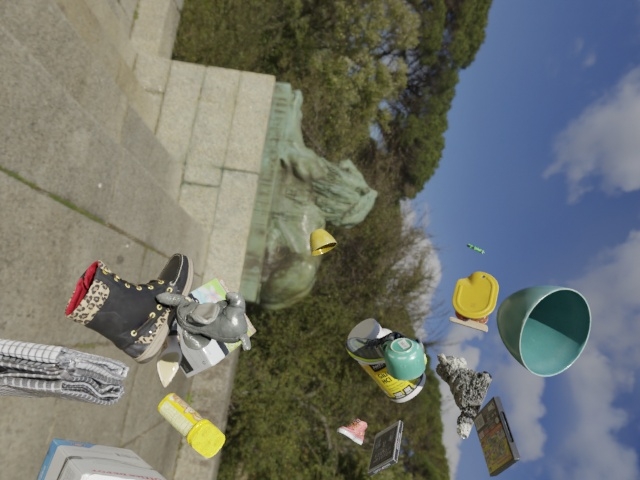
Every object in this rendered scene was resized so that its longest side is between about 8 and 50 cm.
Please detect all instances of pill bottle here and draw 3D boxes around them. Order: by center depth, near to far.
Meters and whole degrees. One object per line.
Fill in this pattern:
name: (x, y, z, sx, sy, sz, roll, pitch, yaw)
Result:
pill bottle: (0.266, 0.488, 1.979, 0.188, 0.334, 0.188, -37, -166, 11)

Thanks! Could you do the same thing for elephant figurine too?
elephant figurine: (-0.348, 0.236, 1.421, 0.186, 0.240, 0.169, 0, -89, 64)

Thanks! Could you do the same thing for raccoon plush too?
raccoon plush: (0.690, 0.760, 2.482, 0.446, 0.299, 0.216, -28, 134, -54)

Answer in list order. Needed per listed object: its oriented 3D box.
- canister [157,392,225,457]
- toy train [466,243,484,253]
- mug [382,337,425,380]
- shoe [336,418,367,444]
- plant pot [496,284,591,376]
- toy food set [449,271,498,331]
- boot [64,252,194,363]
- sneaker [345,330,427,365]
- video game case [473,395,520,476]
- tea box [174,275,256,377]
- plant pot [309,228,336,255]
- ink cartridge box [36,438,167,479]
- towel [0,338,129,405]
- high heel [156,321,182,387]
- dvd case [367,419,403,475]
canister: (-0.354, 0.500, 1.311, 0.073, 0.170, 0.126, -49, 140, -23)
toy train: (0.688, 0.037, 2.141, 0.024, 0.083, 0.017, 6, 110, -57)
mug: (0.265, 0.385, 1.608, 0.129, 0.158, 0.097, -52, 135, -52)
shoe: (0.122, 0.710, 1.819, 0.178, 0.064, 0.081, 50, 56, -47)
plant pot: (0.701, 0.271, 1.587, 0.195, 0.290, 0.290, -152, -111, -66)
toy food set: (0.475, 0.199, 1.484, 0.217, 0.128, 0.071, -61, 146, -36)
boot: (-0.565, 0.148, 1.466, 0.284, 0.138, 0.377, 41, 53, -35)
sneaker: (0.239, 0.383, 1.760, 0.111, 0.300, 0.121, -67, 157, -55)
video game case: (0.732, 0.825, 2.021, 0.274, 0.035, 0.248, 96, -11, -51)
tea box: (-0.539, 0.393, 2.234, 0.220, 0.329, 0.323, -31, -177, 35)
plant pot: (0.000, 0.000, 2.329, 0.134, 0.134, 0.095, 97, -30, -71)
ink cartridge box: (-0.534, 0.602, 1.177, 0.308, 0.223, 0.129, -5, -118, 50)
towel: (-0.622, 0.315, 1.121, 0.283, 0.235, 0.121, 70, 26, -67)
high heel: (-0.609, 0.477, 1.949, 0.186, 0.093, 0.261, 122, -28, -57)
dvd case: (0.314, 0.996, 2.314, 0.179, 0.029, 0.238, -44, -174, 29)
